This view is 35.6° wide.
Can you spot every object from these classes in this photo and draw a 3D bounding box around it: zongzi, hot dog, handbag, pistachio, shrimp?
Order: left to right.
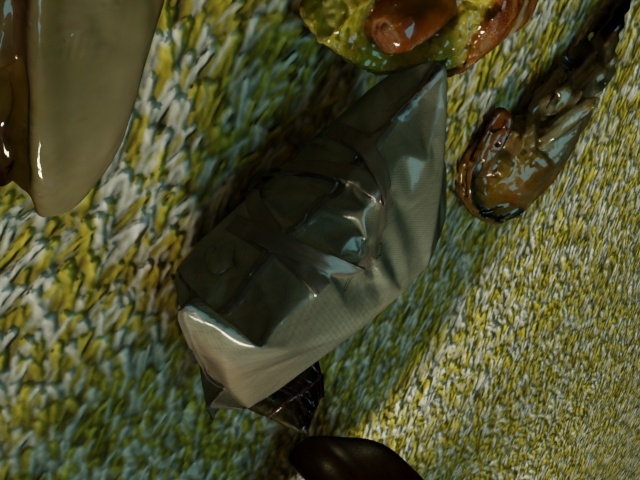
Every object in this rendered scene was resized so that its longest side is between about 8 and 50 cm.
[{"bbox_3d":[-0.133,-0.104,0.427,0.131,0.129,0.206,-90,-165,-58],"label":"pistachio"},{"bbox_3d":[-0.015,0.126,0.839,0.083,0.067,0.073,-61,145,-26],"label":"zongzi"},{"bbox_3d":[0.000,0.000,0.687,0.270,0.117,0.182,-46,161,-14],"label":"handbag"},{"bbox_3d":[0.102,-0.180,0.681,0.261,0.093,0.123,-39,144,-26],"label":"hot dog"},{"bbox_3d":[0.219,-0.128,0.910,0.117,0.066,0.262,19,101,-57],"label":"shrimp"}]

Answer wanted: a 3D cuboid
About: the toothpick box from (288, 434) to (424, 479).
[{"bbox_3d":[-0.018,0.310,0.880,0.294,0.192,0.192,-42,145,-12],"label":"toothpick box"}]
